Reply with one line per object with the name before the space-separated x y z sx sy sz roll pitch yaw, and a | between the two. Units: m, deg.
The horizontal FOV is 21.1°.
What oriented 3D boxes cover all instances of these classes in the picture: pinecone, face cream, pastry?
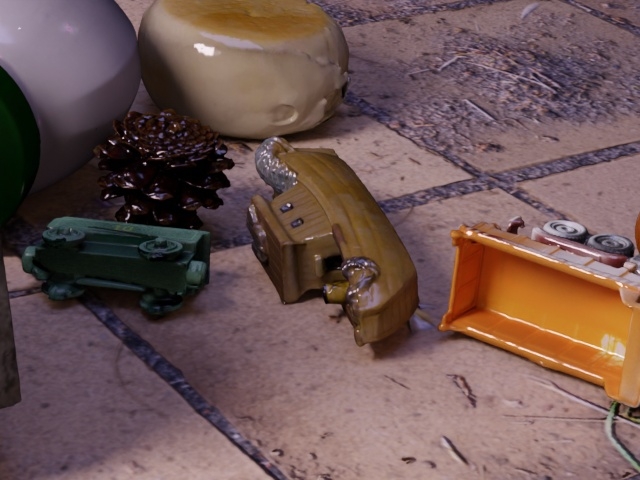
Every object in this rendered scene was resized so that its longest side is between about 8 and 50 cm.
pinecone | -0.155 -0.061 1.668 0.140 0.121 0.140 5 22 -2
face cream | -0.345 -0.159 1.731 0.312 0.220 0.357 2 27 9
pastry | -0.087 -0.208 1.962 0.264 0.133 0.265 4 26 -2

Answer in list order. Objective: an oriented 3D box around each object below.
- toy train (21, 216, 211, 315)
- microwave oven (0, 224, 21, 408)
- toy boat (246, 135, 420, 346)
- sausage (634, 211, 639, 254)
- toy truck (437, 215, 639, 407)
toy train | -0.182 0.018 1.568 0.172 0.070 0.099 7 19 9
microwave oven | -0.466 -0.005 1.244 0.432 0.375 0.236 -11 20 -19
toy boat | 0.000 0.000 1.603 0.121 0.089 0.321 -10 30 -13
sausage | 0.424 -0.019 1.632 0.268 0.141 0.153 -8 28 -20
toy truck | 0.244 0.060 1.479 0.270 0.114 0.135 19 27 30
